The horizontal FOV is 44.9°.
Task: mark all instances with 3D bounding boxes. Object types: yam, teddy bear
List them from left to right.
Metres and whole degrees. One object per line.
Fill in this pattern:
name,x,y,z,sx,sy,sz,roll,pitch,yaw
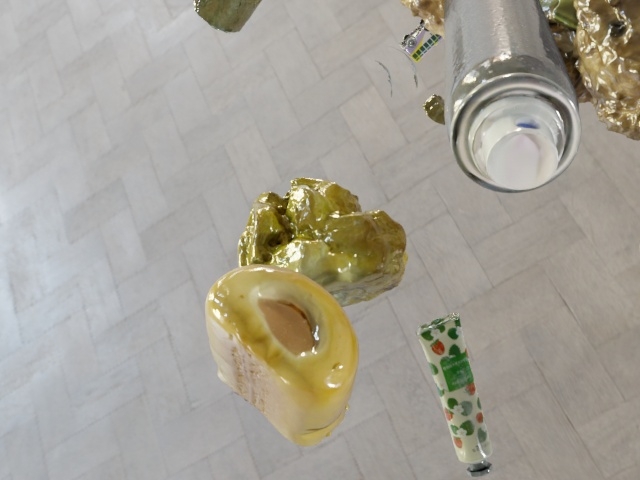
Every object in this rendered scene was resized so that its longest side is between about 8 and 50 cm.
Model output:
yam,-0.101,-0.457,1.220,0.259,0.106,0.106,-51,54,23
teddy bear,0.214,-0.222,0.685,0.246,0.222,0.296,-39,86,-9

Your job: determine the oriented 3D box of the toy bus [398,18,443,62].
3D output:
toy bus,0.222,-0.431,1.640,0.102,0.058,0.052,-42,25,14

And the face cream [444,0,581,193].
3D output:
face cream,0.116,-0.111,0.496,0.073,0.073,0.283,-17,27,18

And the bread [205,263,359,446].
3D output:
bread,-0.026,0.089,0.631,0.134,0.173,0.085,39,66,13

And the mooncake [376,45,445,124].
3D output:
mooncake,0.148,-0.225,1.189,0.150,0.347,0.057,39,102,-2

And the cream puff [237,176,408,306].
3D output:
cream puff,0.002,-0.001,1.528,0.324,0.291,0.257,-27,73,37

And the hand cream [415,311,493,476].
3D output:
hand cream,0.237,0.266,1.326,0.095,0.059,0.276,-17,92,-26
